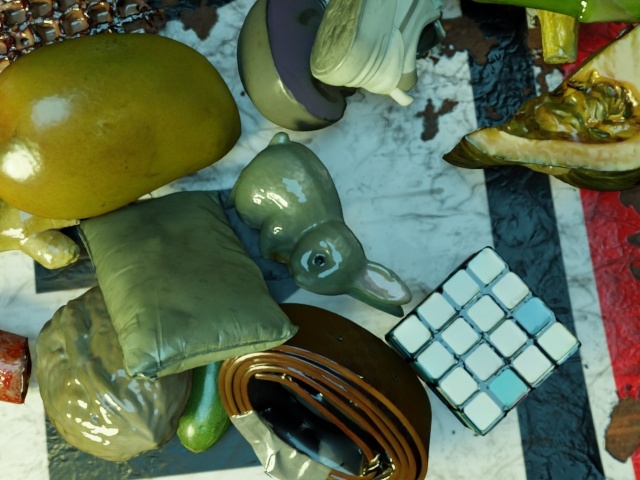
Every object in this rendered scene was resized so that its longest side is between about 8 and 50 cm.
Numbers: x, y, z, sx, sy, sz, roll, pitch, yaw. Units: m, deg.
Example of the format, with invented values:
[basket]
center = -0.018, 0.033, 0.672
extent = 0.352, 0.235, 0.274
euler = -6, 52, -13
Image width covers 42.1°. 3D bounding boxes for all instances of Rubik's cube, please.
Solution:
[Rubik's cube]
center = 0.182, 0.117, 0.972
extent = 0.155, 0.151, 0.154
euler = -43, 83, -3

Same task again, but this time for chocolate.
[chocolate]
center = 0.303, -0.334, 1.058
extent = 0.085, 0.085, 0.219
euler = 2, 84, 2

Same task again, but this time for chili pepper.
[chili pepper]
center = -0.444, 0.141, 1.020
extent = 0.192, 0.084, 0.086
euler = 14, 67, -2

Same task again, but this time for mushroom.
[mushroom]
center = -0.042, -0.223, 1.038
extent = 0.117, 0.141, 0.188
euler = -13, 79, 34

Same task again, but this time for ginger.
[ginger]
center = -0.449, -0.015, 1.048
extent = 0.298, 0.065, 0.118
euler = -4, 77, 4

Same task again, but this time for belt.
[belt]
center = 0.006, 0.191, 0.957
extent = 0.261, 0.105, 0.184
euler = 41, 118, -10

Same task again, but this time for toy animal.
[toy animal]
center = -0.001, -0.001, 0.973
extent = 0.125, 0.127, 0.251
euler = -38, 69, -8

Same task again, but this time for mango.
[mango]
center = -0.241, -0.137, 0.975
extent = 0.317, 0.211, 0.173
euler = -17, 38, -28

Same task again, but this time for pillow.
[pillow]
center = -0.157, 0.040, 0.937
extent = 0.185, 0.075, 0.302
euler = -13, 38, -19

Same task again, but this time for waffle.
[waffle]
center = -0.326, -0.256, 1.079
extent = 0.221, 0.055, 0.234
euler = 25, 80, 5

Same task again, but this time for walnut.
[walnut]
center = -0.234, 0.156, 0.956
extent = 0.178, 0.178, 0.230
euler = -41, 47, -3

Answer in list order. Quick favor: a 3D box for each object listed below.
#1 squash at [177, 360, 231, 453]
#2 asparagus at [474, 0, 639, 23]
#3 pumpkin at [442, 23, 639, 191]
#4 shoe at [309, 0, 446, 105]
[squash]
center = -0.132, 0.148, 1.016
extent = 0.077, 0.068, 0.219
euler = 3, 83, 9
[asparagus]
center = 0.283, -0.307, 0.989
extent = 0.343, 0.082, 0.085
euler = 14, 114, 8
[pumpkin]
center = 0.304, -0.166, 1.008
extent = 0.280, 0.139, 0.190
euler = 9, 88, 0
[shoe]
center = 0.094, -0.298, 1.039
extent = 0.159, 0.124, 0.316
euler = 29, 62, -24
